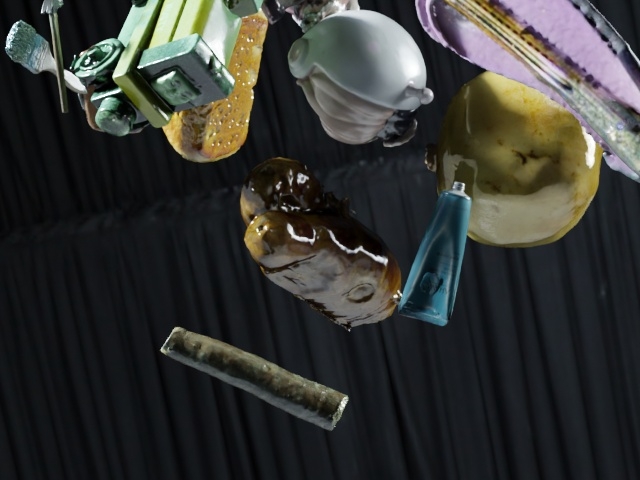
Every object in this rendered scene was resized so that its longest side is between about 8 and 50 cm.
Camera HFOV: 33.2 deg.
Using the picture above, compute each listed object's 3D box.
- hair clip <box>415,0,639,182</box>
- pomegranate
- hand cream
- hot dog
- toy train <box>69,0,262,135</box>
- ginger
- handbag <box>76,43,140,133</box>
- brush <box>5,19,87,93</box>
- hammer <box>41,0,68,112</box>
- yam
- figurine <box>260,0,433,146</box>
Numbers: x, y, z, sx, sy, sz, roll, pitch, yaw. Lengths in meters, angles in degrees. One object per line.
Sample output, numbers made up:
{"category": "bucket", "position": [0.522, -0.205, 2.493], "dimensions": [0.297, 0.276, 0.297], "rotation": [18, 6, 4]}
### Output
{"category": "hair clip", "position": [0.249, -0.185, 1.117], "dimensions": [0.095, 0.358, 0.110], "rotation": [-40, -11, -25]}
{"category": "pomegranate", "position": [0.342, -0.150, 1.911], "dimensions": [0.333, 0.332, 0.332], "rotation": [-11, 7, 1]}
{"category": "hand cream", "position": [0.187, 0.017, 1.679], "dimensions": [0.083, 0.224, 0.048], "rotation": [14, 2, 8]}
{"category": "hot dog", "position": [-0.264, -0.387, 2.406], "dimensions": [0.223, 0.405, 0.185], "rotation": [35, 36, 31]}
{"category": "toy train", "position": [-0.239, -0.340, 1.753], "dimensions": [0.253, 0.160, 0.397], "rotation": [-10, 47, 29]}
{"category": "ginger", "position": [0.000, 0.000, 1.883], "dimensions": [0.176, 0.254, 0.418], "rotation": [-31, -40, 23]}
{"category": "handbag", "position": [-0.450, -0.334, 2.331], "dimensions": [0.151, 0.193, 0.072], "rotation": [3, 26, 12]}
{"category": "brush", "position": [-0.460, -0.298, 1.828], "dimensions": [0.021, 0.070, 0.196], "rotation": [2, -21, 31]}
{"category": "hammer", "position": [-0.412, -0.291, 1.683], "dimensions": [0.017, 0.182, 0.062], "rotation": [-3, 11, 7]}
{"category": "yam", "position": [-0.093, 0.192, 1.521], "dimensions": [0.274, 0.061, 0.061], "rotation": [25, 6, -3]}
{"category": "figurine", "position": [0.043, -0.341, 1.886], "dimensions": [0.253, 0.361, 0.211], "rotation": [-12, -19, -33]}
